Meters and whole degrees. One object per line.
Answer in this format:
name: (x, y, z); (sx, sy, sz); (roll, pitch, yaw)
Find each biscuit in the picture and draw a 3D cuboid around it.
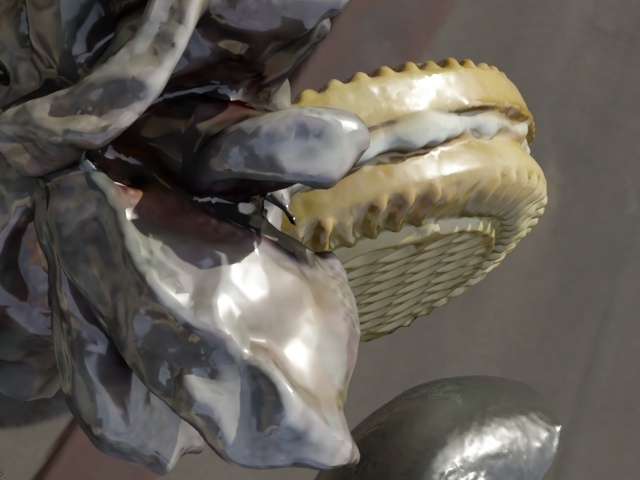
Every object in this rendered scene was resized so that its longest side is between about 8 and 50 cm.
biscuit: (0.000, 0.000, 0.809); (0.259, 0.259, 0.079); (-14, 71, -33)

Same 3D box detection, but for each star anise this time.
star anise: (-0.083, -0.062, 0.615); (0.139, 0.359, 0.316); (6, 133, -40)

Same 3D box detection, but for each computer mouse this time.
computer mouse: (0.045, 0.168, 1.035); (0.264, 0.147, 0.088); (-57, 132, -29)

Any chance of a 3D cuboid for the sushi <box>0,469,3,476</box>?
sushi: (-0.233, 0.206, 0.768); (0.171, 0.270, 0.236); (-45, 115, 9)
